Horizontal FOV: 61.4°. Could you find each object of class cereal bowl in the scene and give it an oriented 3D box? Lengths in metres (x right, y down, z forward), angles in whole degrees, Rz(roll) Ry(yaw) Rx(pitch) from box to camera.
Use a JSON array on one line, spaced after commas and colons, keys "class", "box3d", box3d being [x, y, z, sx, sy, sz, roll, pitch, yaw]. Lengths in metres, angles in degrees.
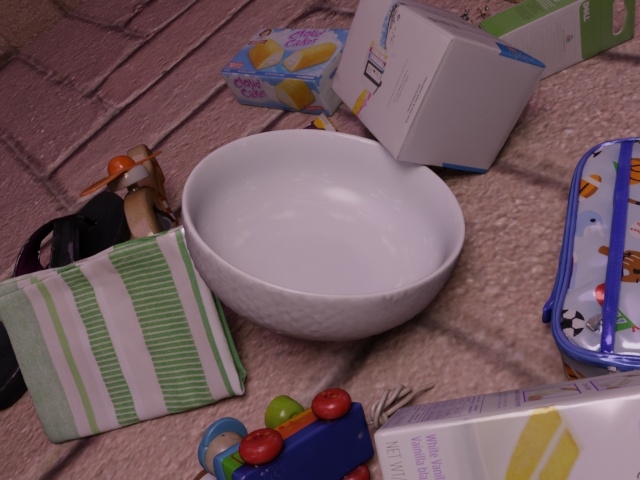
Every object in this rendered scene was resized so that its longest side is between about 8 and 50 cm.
[{"class": "cereal bowl", "box3d": [0.000, 0.000, 0.686, 0.339, 0.141, 0.339, 5, 39, -4]}]

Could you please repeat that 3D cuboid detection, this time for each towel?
[{"class": "towel", "box3d": [-0.277, 0.133, 0.728, 0.325, 0.248, 0.038, -18, 5, 15]}]

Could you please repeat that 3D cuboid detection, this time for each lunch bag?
[{"class": "lunch bag", "box3d": [0.356, 0.025, 0.536, 0.243, 0.115, 0.303, 3, 54, 33]}]

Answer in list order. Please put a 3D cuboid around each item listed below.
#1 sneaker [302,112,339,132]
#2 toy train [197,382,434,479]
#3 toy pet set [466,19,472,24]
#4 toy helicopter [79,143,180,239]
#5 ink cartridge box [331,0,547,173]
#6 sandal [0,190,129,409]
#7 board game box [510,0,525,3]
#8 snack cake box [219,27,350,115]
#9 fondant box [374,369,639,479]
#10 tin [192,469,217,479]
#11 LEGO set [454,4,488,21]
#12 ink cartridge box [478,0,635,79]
[{"class": "sneaker", "box3d": [0.010, -0.138, 0.897, 0.084, 0.069, 0.185, -37, 38, 9]}, {"class": "toy train", "box3d": [-0.006, 0.207, 0.602, 0.248, 0.105, 0.143, -20, 11, -35]}, {"class": "toy pet set", "box3d": [0.218, -0.348, 0.953, 0.122, 0.065, 0.114, -22, 46, 12]}, {"class": "toy helicopter", "box3d": [-0.279, -0.064, 0.869, 0.140, 0.235, 0.355, -29, 42, -2]}, {"class": "ink cartridge box", "box3d": [0.153, -0.233, 0.777, 0.171, 0.168, 0.233, 3, 36, -29]}, {"class": "sandal", "box3d": [-0.481, 0.072, 0.953, 0.167, 0.107, 0.446, 1, 54, 29]}, {"class": "board game box", "box3d": [0.319, -0.527, 0.957, 0.045, 0.193, 0.147, -38, 46, -6]}, {"class": "snack cake box", "box3d": [-0.053, -0.344, 1.081, 0.264, 0.089, 0.152, 18, 64, 37]}, {"class": "fondant box", "box3d": [0.226, 0.222, 0.380, 0.330, 0.096, 0.238, -15, 79, 16]}, {"class": "tin", "box3d": [-0.076, 0.311, 0.584, 0.189, 0.040, 0.106, 7, 61, 32]}, {"class": "LEGO set", "box3d": [0.270, -0.405, 0.991, 0.083, 0.054, 0.023, -18, 84, 15]}, {"class": "ink cartridge box", "box3d": [0.358, -0.319, 0.821, 0.209, 0.109, 0.062, -23, 47, 10]}]
